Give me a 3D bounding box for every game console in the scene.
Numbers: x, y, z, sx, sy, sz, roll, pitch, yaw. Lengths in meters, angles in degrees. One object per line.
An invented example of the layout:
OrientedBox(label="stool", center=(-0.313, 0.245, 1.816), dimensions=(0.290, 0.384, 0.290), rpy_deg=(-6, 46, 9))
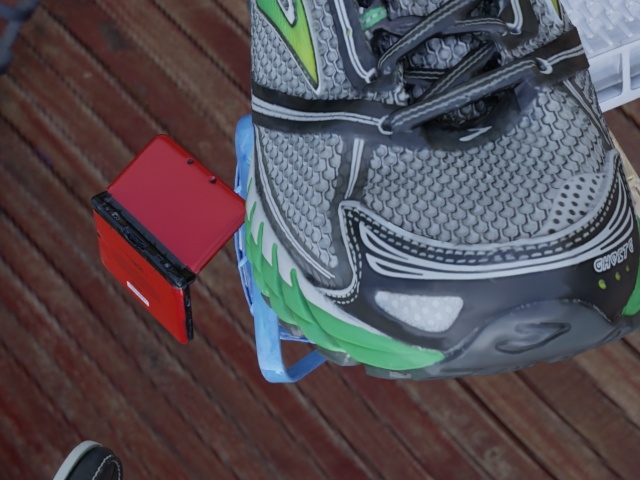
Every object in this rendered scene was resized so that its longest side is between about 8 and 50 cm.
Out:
OrientedBox(label="game console", center=(-0.132, -0.002, 1.082), dimensions=(0.144, 0.085, 0.124), rpy_deg=(40, 145, 35))

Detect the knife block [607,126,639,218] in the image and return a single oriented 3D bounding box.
OrientedBox(label="knife block", center=(0.497, -0.014, 1.890), dimensions=(0.088, 0.242, 0.275), rpy_deg=(-31, 64, 13))

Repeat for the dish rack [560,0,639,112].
OrientedBox(label="dish rack", center=(0.264, -0.257, 1.279), dimensions=(0.332, 0.286, 0.072), rpy_deg=(73, 174, -54))

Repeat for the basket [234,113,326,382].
OrientedBox(label="basket", center=(0.000, 0.000, 1.233), dimensions=(0.201, 0.289, 0.254), rpy_deg=(-3, 93, 20))

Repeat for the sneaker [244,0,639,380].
OrientedBox(label="sneaker", center=(0.023, -0.091, 0.443), dimensions=(0.343, 0.134, 0.146), rpy_deg=(-107, 8, -45))

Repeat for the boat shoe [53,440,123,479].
OrientedBox(label="boat shoe", center=(-0.229, 0.359, 1.176), dimensions=(0.113, 0.340, 0.127), rpy_deg=(1, 141, 17))
